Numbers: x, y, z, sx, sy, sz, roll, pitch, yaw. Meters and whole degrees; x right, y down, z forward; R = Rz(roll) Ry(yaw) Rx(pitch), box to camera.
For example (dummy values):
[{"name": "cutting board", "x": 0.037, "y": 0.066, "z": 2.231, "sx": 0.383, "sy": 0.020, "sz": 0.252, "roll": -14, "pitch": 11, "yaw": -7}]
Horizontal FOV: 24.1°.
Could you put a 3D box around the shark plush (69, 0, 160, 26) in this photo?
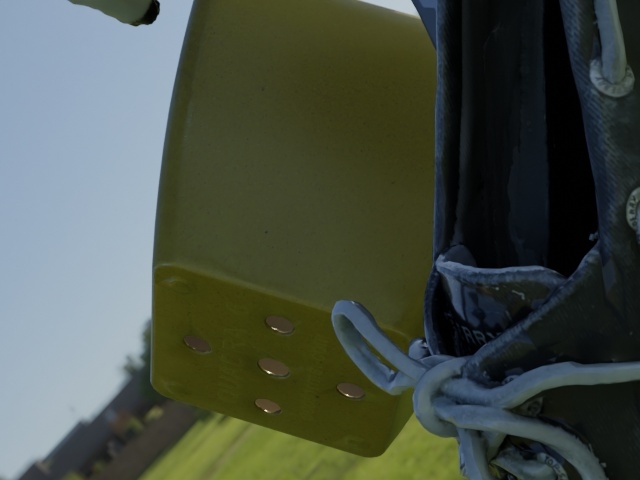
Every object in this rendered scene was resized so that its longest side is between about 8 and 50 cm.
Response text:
[{"name": "shark plush", "x": -0.102, "y": -0.117, "z": 0.474, "sx": 0.073, "sy": 0.161, "sz": 0.067, "roll": 110, "pitch": 166, "yaw": -76}]

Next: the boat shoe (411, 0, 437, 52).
[{"name": "boat shoe", "x": 0.120, "y": -0.127, "z": 0.640, "sx": 0.156, "sy": 0.367, "sz": 0.136, "roll": -12, "pitch": -46, "yaw": -14}]

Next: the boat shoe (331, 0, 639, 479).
[{"name": "boat shoe", "x": 0.068, "y": 0.027, "z": 0.401, "sx": 0.113, "sy": 0.105, "sz": 0.306, "roll": 10, "pitch": 98, "yaw": 59}]

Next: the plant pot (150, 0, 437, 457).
[{"name": "plant pot", "x": 0.000, "y": 0.000, "z": 0.875, "sx": 0.212, "sy": 0.212, "sz": 0.187, "roll": 100, "pitch": -173, "yaw": -55}]
